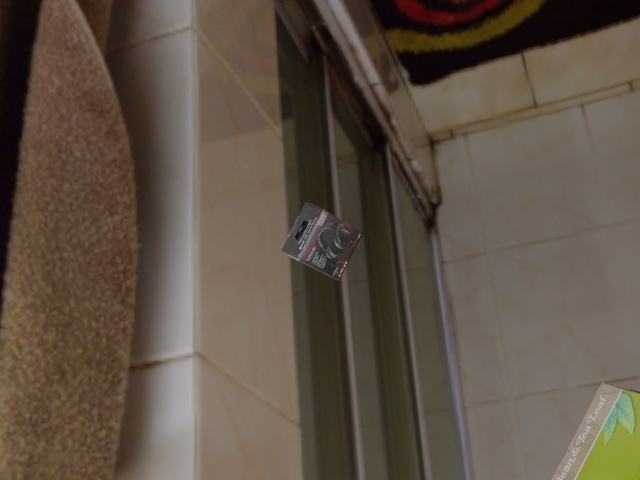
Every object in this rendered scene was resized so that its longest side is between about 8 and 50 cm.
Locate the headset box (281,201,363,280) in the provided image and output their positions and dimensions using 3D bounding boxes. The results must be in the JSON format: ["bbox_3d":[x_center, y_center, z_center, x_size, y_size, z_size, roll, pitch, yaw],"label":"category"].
[{"bbox_3d":[0.000,0.000,1.018,0.032,0.062,0.083,25,177,42],"label":"headset box"}]

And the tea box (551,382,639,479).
[{"bbox_3d":[0.438,0.334,0.914,0.329,0.220,0.323,35,169,-22],"label":"tea box"}]
